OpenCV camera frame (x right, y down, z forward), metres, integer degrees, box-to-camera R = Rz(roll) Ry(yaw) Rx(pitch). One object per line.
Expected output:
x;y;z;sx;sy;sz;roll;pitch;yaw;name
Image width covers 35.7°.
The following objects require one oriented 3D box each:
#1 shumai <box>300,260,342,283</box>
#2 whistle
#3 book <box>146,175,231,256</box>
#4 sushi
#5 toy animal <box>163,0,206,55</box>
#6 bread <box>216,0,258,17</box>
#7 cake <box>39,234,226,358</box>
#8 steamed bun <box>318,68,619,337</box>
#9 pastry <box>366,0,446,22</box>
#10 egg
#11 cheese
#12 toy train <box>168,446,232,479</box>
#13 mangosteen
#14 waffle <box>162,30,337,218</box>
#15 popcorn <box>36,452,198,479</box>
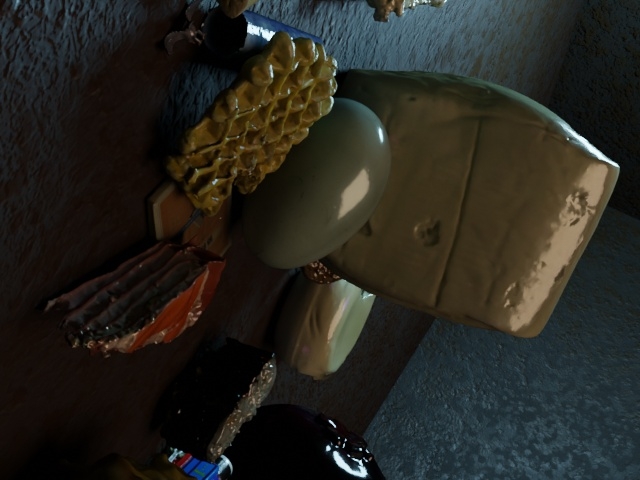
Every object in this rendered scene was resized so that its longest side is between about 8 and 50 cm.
0.007;0.010;1.771;0.123;0.139;0.105;-30;-171;-11;shumai
-0.055;-0.239;1.225;0.062;0.062;0.304;-67;164;12;whistle
-0.165;-0.021;1.294;0.170;0.018;0.242;-52;160;-35;book
-0.158;0.237;1.549;0.212;0.115;0.147;-50;163;-43;sushi
-0.137;-0.221;1.051;0.084;0.028;0.050;-58;155;-17;toy animal
-0.053;-0.339;1.071;0.178;0.060;0.139;-49;159;-42;bread
-0.214;0.083;1.146;0.135;0.098;0.287;-56;166;25;cake
0.209;-0.076;1.605;0.290;0.455;0.371;-22;135;-80;steamed bun
0.138;-0.408;1.510;0.258;0.089;0.122;-36;145;-60;pastry
-0.009;-0.078;1.398;0.264;0.183;0.183;-56;164;-1;egg
0.011;0.145;1.912;0.233;0.127;0.266;-63;165;-3;cheese
-0.219;0.400;1.580;0.204;0.131;0.083;-40;152;-54;toy train
-0.078;0.511;1.785;0.435;0.382;0.382;-53;165;8;mangosteen
-0.075;-0.139;1.198;0.250;0.056;0.261;-48;162;-2;waffle
-0.227;0.411;1.235;0.312;0.312;0.312;-55;162;-28;popcorn
